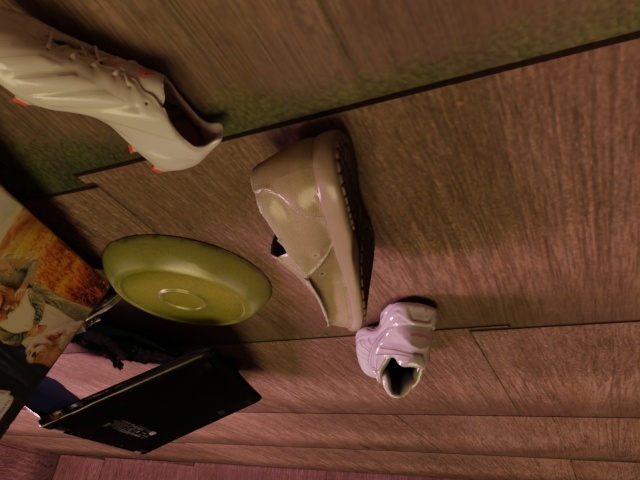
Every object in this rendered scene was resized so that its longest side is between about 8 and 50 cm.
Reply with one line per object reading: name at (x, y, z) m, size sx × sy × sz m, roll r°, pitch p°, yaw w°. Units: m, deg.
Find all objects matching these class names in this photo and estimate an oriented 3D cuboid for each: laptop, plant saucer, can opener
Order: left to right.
can opener at (-0.428, 0.112, 0.865) m, size 0.284 × 0.076 × 0.095 m, roll -16°, pitch 110°, yaw 36°
laptop at (-0.366, 0.233, 0.960) m, size 0.408 × 0.236 × 0.382 m, roll -23°, pitch 153°, yaw -6°
plant saucer at (-0.190, 0.070, 0.748) m, size 0.241 × 0.037 × 0.241 m, roll 5°, pitch 149°, yaw 3°

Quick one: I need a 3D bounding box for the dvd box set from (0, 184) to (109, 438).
dvd box set at (-0.400, 0.080, 0.522) m, size 0.062 × 0.307 × 0.420 m, roll 24°, pitch 157°, yaw 14°

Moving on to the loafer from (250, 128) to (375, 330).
loafer at (0.000, 0.000, 0.534) m, size 0.092 × 0.101 × 0.268 m, roll 2°, pitch 140°, yaw 13°

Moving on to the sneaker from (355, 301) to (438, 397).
sneaker at (0.101, 0.179, 0.787) m, size 0.091 × 0.115 × 0.232 m, roll 10°, pitch 150°, yaw -4°

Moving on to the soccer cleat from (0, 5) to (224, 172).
soccer cleat at (-0.161, -0.117, 0.402) m, size 0.076 × 0.068 × 0.196 m, roll -21°, pitch 147°, yaw 32°

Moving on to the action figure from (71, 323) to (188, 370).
action figure at (-0.371, 0.204, 0.999) m, size 0.232 × 0.063 × 0.137 m, roll 22°, pitch 148°, yaw -17°

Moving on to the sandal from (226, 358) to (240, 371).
sandal at (-0.216, 0.287, 1.129) m, size 0.067 × 0.040 × 0.179 m, roll 16°, pitch 135°, yaw -24°
